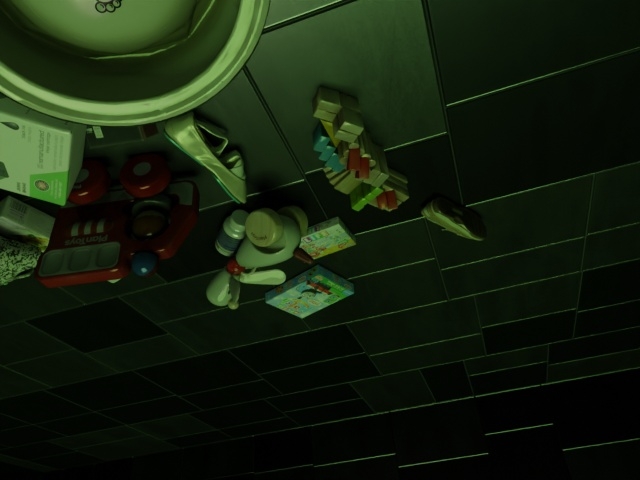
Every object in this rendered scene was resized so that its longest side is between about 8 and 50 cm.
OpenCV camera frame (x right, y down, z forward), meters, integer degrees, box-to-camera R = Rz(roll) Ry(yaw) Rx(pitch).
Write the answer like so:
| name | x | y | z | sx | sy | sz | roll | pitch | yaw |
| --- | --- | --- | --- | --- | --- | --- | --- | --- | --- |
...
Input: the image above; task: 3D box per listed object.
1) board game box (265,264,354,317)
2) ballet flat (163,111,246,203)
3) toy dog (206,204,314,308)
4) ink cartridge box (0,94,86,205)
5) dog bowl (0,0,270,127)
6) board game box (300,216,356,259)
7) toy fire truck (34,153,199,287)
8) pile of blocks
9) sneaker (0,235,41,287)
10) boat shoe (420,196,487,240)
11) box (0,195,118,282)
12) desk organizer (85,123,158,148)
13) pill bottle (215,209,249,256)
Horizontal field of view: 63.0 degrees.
| name | x | y | z | sx | sy | sz | roll | pitch | yaw |
| --- | --- | --- | --- | --- | --- | --- | --- | --- | --- |
| board game box | -0.032 | 0.156 | 1.546 | 0.212 | 0.039 | 0.160 | -29 | 138 | 31 |
| ballet flat | -0.205 | -0.166 | 1.051 | 0.086 | 0.086 | 0.248 | -21 | 140 | 21 |
| toy dog | -0.129 | 0.061 | 1.226 | 0.220 | 0.161 | 0.333 | -30 | 162 | -39 |
| ink cartridge box | -0.564 | -0.195 | 0.905 | 0.273 | 0.114 | 0.198 | 16 | 139 | -18 |
| dog bowl | -0.274 | -0.354 | 0.652 | 0.409 | 0.150 | 0.407 | -12 | 138 | -11 |
| board game box | 0.000 | 0.000 | 1.343 | 0.154 | 0.026 | 0.103 | -20 | 141 | 20 |
| toy fire truck | -0.400 | -0.026 | 1.062 | 0.303 | 0.253 | 0.169 | -6 | 145 | 1 |
| pile of blocks | 0.067 | -0.146 | 1.076 | 0.149 | 0.112 | 0.362 | -21 | 141 | 20 |
| sneaker | -0.783 | 0.079 | 1.225 | 0.411 | 0.157 | 0.182 | -16 | 160 | 42 |
| boat shoe | 0.330 | -0.048 | 1.298 | 0.190 | 0.068 | 0.072 | 29 | 145 | -25 |
| box | -0.608 | 0.006 | 1.242 | 0.063 | 0.067 | 0.324 | -25 | 141 | 27 |
| desk organizer | -0.376 | -0.209 | 0.984 | 0.130 | 0.050 | 0.047 | -3 | 113 | 23 |
| pill bottle | -0.207 | -0.019 | 1.256 | 0.067 | 0.067 | 0.120 | 11 | 141 | -22 |
